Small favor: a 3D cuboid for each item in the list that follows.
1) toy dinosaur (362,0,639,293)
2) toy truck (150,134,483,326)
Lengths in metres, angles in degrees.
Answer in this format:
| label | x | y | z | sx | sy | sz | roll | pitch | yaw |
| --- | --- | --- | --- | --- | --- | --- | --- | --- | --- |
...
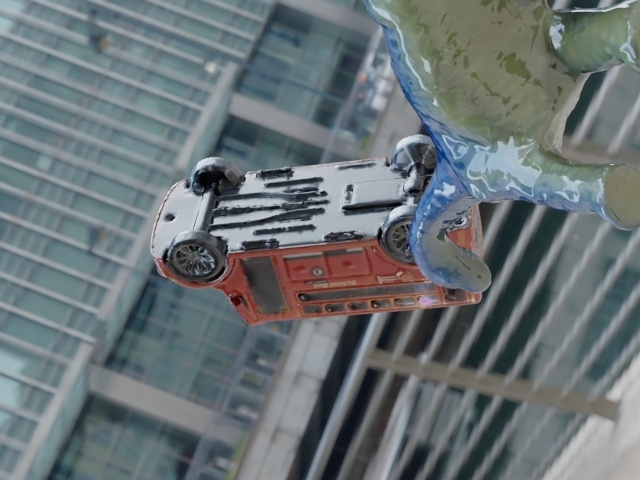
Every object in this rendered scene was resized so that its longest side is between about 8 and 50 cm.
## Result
| label | x | y | z | sx | sy | sz | roll | pitch | yaw |
| --- | --- | --- | --- | --- | --- | --- | --- | --- | --- |
| toy dinosaur | 0.029 | -0.072 | 0.467 | 0.075 | 0.247 | 0.188 | -50 | 20 | -22 |
| toy truck | 0.000 | 0.000 | 1.024 | 0.107 | 0.253 | 0.114 | -81 | -20 | -49 |
